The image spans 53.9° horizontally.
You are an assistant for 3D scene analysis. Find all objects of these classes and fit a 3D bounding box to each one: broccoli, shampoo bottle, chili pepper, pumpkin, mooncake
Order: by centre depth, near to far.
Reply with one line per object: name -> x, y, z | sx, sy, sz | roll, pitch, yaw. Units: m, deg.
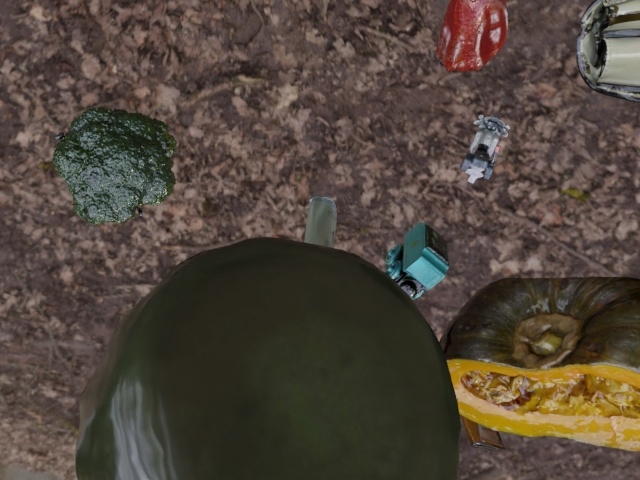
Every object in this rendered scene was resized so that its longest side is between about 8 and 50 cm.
mooncake -> -0.049, 0.177, 0.624 | 0.357, 0.356, 0.194 | 20, 151, -21
pumpkin -> 0.301, 0.156, 0.747 | 0.317, 0.139, 0.221 | -8, 134, 38
shampoo bottle -> 0.000, 0.000, 1.024 | 0.049, 0.212, 0.072 | -18, 121, 14
chili pepper -> 0.313, -0.445, 1.253 | 0.144, 0.136, 0.252 | 11, 168, 8
broccoli -> -0.536, -0.191, 1.675 | 0.322, 0.283, 0.303 | -6, 88, -21

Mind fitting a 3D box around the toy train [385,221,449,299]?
toy train -> 0.236, 0.051, 1.536 | 0.107, 0.198, 0.154 | 37, 120, -14

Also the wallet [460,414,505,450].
wallet -> 0.303, 0.326, 1.229 | 0.042, 0.160, 0.195 | -25, 149, 15

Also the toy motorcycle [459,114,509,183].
toy motorcycle -> 0.451, -0.258, 1.745 | 0.102, 0.221, 0.150 | 23, 140, 4

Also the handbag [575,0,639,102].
handbag -> 0.500, -0.274, 0.814 | 0.237, 0.359, 0.160 | 11, 116, 35
